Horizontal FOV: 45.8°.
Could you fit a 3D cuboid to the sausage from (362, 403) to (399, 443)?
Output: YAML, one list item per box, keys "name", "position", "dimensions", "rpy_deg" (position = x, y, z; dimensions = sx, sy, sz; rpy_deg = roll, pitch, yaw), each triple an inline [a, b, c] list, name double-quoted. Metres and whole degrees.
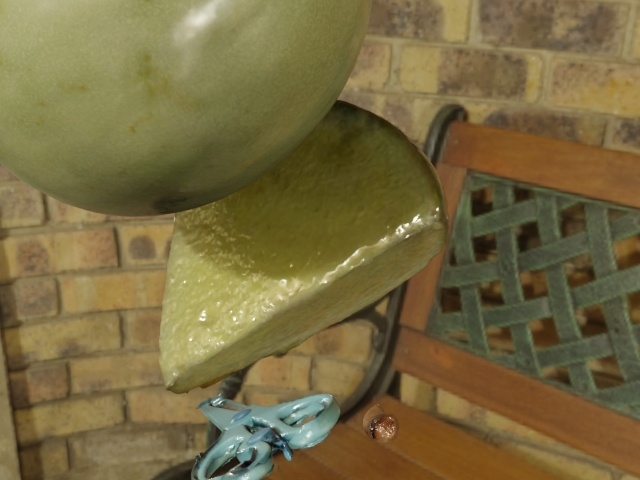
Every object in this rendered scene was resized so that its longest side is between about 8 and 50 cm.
- name: "sausage"
  position: [0.081, 0.253, 1.040]
  dimensions: [0.040, 0.047, 0.177]
  rpy_deg: [-10, -10, -3]

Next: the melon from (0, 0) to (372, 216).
- name: "melon"
  position: [-0.114, -0.143, 0.517]
  dimensions: [0.271, 0.272, 0.308]
  rpy_deg: [-16, -12, -39]

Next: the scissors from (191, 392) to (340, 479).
- name: "scissors"
  position: [-0.098, 0.233, 0.945]
  dimensions: [0.180, 0.032, 0.393]
  rpy_deg: [-26, 5, -20]

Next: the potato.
- name: "potato"
  position: [0.000, 0.000, 0.660]
  dimensions: [0.255, 0.270, 0.112]
  rpy_deg: [-5, -16, 28]
